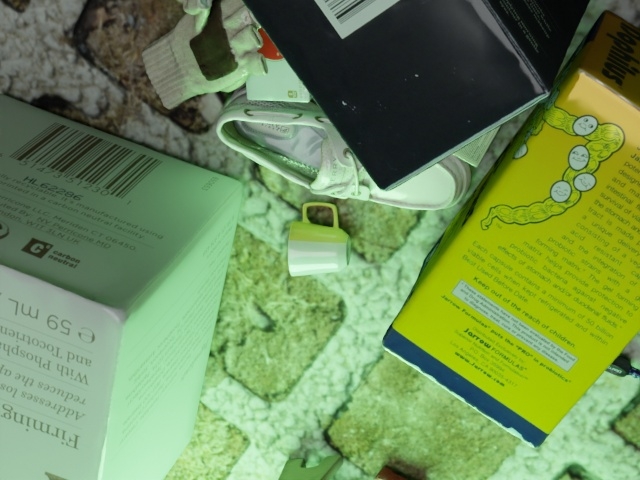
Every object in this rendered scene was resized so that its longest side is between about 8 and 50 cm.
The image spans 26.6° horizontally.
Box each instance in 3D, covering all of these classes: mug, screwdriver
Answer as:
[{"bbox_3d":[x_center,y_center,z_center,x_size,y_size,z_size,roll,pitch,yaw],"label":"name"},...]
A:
[{"bbox_3d":[0.000,0.004,1.506,0.064,0.062,0.078,2,123,10],"label":"mug"},{"bbox_3d":[0.365,0.157,1.474,0.169,0.024,0.025,27,92,3],"label":"screwdriver"}]

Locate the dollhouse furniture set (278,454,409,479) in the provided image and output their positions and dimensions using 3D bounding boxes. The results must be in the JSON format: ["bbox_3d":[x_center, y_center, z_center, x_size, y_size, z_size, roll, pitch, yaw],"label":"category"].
[{"bbox_3d":[0.080,0.451,1.644,0.201,0.152,0.374,-10,112,23],"label":"dollhouse furniture set"}]

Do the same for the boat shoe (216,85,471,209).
[{"bbox_3d":[0.019,-0.083,1.432,0.277,0.096,0.098,17,119,11],"label":"boat shoe"}]

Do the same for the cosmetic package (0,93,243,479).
[{"bbox_3d":[-0.318,0.109,1.514,0.329,0.327,0.394,19,121,10],"label":"cosmetic package"}]

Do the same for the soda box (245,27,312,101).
[{"bbox_3d":[-0.042,-0.254,1.386,0.073,0.069,0.216,4,116,19],"label":"soda box"}]

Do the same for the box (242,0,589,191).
[{"bbox_3d":[0.064,-0.271,1.198,0.179,0.312,0.343,-30,102,29],"label":"box"}]

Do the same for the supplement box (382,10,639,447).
[{"bbox_3d":[0.246,-0.010,1.332,0.195,0.194,0.357,34,121,1],"label":"supplement box"}]

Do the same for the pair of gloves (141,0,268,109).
[{"bbox_3d":[-0.148,-0.261,1.388,0.204,0.042,0.240,-9,104,46],"label":"pair of gloves"}]

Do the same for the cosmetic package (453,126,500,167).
[{"bbox_3d":[0.129,-0.132,1.402,0.115,0.041,0.060,31,122,3],"label":"cosmetic package"}]
